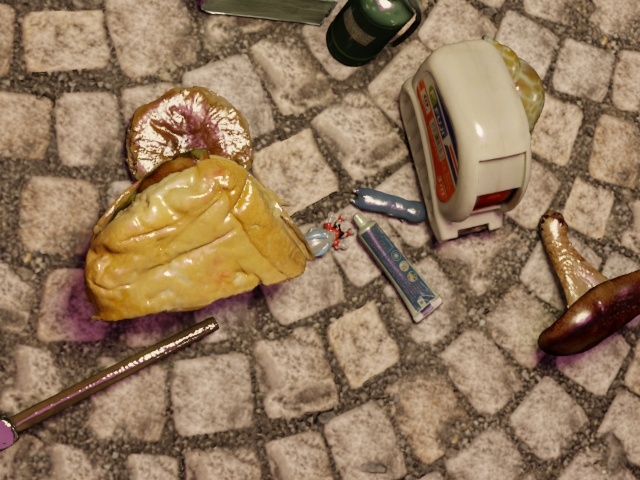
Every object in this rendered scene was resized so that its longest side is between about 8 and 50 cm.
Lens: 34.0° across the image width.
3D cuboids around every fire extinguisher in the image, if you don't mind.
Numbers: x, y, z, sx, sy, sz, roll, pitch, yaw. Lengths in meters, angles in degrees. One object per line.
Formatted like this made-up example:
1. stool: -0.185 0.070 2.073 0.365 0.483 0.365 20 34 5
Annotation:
1. fire extinguisher: 0.085 -0.335 1.524 0.118 0.294 0.093 41 77 -5

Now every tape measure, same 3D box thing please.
1. tape measure: 0.220 -0.149 1.564 0.130 0.265 0.258 -11 79 -15

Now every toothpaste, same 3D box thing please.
1. toothpaste: 0.113 0.036 1.624 0.057 0.035 0.197 -38 96 -7

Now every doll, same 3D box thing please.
1. doll: 0.107 -0.055 1.638 0.125 0.027 0.037 15 81 -7
2. doll: 0.001 0.000 1.603 0.114 0.039 0.057 -29 133 -21

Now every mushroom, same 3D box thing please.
1. mushroom: 0.394 0.057 1.648 0.227 0.148 0.218 -28 72 -22

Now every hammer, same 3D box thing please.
1. hammer: -0.310 0.197 1.498 0.365 0.111 0.043 -27 92 -19

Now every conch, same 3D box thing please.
1. conch: 0.297 -0.227 1.657 0.116 0.106 0.173 8 97 8

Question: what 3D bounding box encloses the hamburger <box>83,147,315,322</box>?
1. hamburger: -0.180 -0.027 1.469 0.329 0.162 0.209 -12 115 -13

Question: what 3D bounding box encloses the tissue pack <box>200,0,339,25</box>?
1. tissue pack: -0.072 -0.480 1.583 0.198 0.146 0.264 4 83 -13

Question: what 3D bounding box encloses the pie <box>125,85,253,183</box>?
1. pie: -0.200 -0.143 1.573 0.195 0.046 0.195 1 83 -10
